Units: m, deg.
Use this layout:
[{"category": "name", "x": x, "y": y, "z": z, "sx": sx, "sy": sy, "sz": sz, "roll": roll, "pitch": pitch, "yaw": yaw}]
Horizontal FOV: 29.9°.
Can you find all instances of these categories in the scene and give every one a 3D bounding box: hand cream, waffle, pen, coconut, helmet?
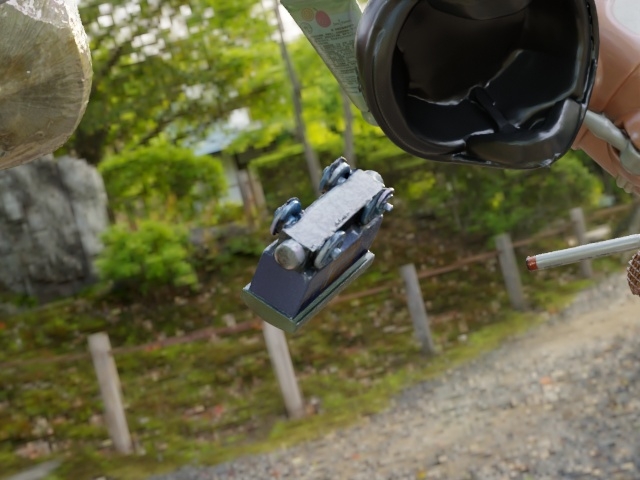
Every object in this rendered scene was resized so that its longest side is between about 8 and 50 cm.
[{"category": "hand cream", "x": 0.056, "y": -0.325, "z": 2.119, "sx": 0.147, "sy": 0.306, "sz": 0.093, "roll": -2, "pitch": 52, "yaw": 35}, {"category": "waffle", "x": 0.544, "y": 0.052, "z": 2.019, "sx": 0.029, "sy": 0.083, "sz": 0.075, "roll": 16, "pitch": -36, "yaw": -19}, {"category": "pen", "x": 0.436, "y": 0.016, "z": 1.911, "sx": 0.218, "sy": 0.026, "sz": 0.026, "roll": -14, "pitch": 2, "yaw": 26}, {"category": "coconut", "x": -0.569, "y": -0.290, "z": 1.993, "sx": 0.404, "sy": 0.405, "sz": 0.404, "roll": -14, "pitch": 2, "yaw": 0}, {"category": "helmet", "x": 0.133, "y": -0.164, "z": 1.024, "sx": 0.216, "sy": 0.189, "sz": 0.193, "roll": -23, "pitch": 33, "yaw": -4}]

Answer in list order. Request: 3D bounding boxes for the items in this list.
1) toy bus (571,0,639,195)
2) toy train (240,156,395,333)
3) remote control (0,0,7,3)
[{"category": "toy bus", "x": 0.338, "y": -0.156, "z": 1.222, "sx": 0.232, "sy": 0.287, "sz": 0.194, "roll": -36, "pitch": -15, "yaw": -36}, {"category": "toy train", "x": 0.000, "y": 0.000, "z": 1.919, "sx": 0.299, "sy": 0.131, "sz": 0.202, "roll": -38, "pitch": -23, "yaw": -49}, {"category": "remote control", "x": -0.442, "y": -0.277, "z": 1.304, "sx": 0.245, "sy": 0.077, "sz": 0.022, "roll": -18, "pitch": 37, "yaw": -25}]
